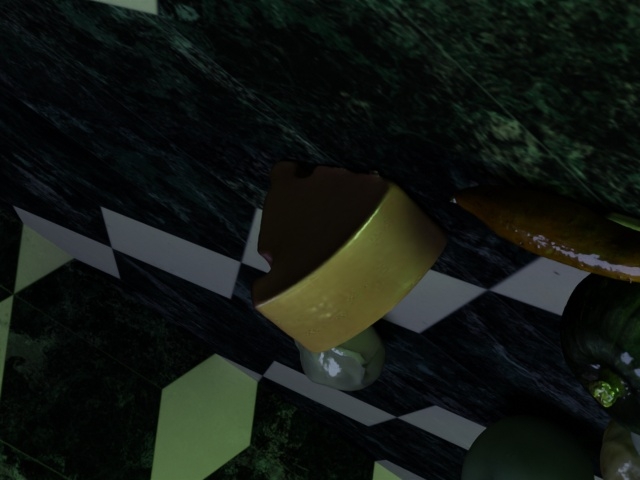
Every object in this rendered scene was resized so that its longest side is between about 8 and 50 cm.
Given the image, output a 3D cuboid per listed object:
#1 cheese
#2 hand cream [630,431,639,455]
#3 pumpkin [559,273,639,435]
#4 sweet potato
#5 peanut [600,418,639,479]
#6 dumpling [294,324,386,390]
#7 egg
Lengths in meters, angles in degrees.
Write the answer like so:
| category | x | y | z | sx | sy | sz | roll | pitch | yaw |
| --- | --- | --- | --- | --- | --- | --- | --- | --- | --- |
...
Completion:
| category | x | y | z | sx | sy | sz | roll | pitch | yaw |
| --- | --- | --- | --- | --- | --- | --- | --- | --- | --- |
| cheese | 0.000 | 0.021 | 1.175 | 0.202 | 0.177 | 0.128 | 14 | 158 | 48 |
| hand cream | 0.401 | 0.195 | 0.957 | 0.185 | 0.118 | 0.358 | 4 | -178 | -8 |
| pumpkin | 0.285 | 0.096 | 0.948 | 0.167 | 0.125 | 0.167 | 161 | 90 | -86 |
| sweet potato | 0.227 | -0.001 | 0.909 | 0.264 | 0.057 | 0.057 | 21 | 162 | 30 |
| peanut | 0.442 | 0.313 | 1.298 | 0.152 | 0.152 | 0.313 | 13 | 145 | 50 |
| dumpling | 0.026 | 0.166 | 1.704 | 0.162 | 0.132 | 0.250 | 21 | 180 | 4 |
| egg | 0.318 | 0.373 | 1.658 | 0.202 | 0.203 | 0.283 | 27 | 168 | 13 |
